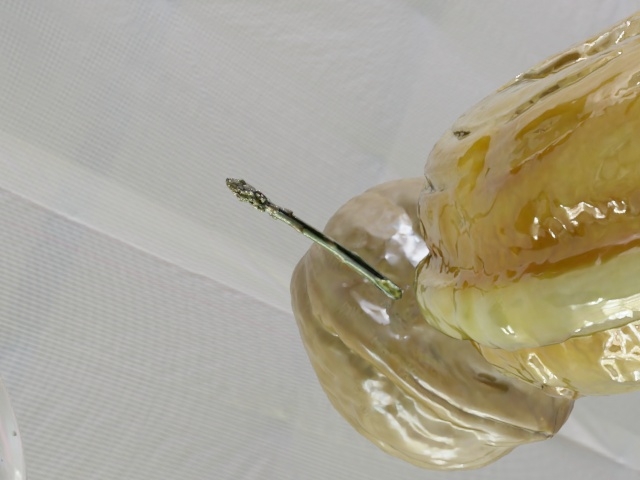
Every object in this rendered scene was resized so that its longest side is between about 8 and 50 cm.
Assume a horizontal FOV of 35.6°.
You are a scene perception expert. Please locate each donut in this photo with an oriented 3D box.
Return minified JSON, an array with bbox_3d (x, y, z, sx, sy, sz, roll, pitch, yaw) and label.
[{"bbox_3d":[0.258,-0.063,0.651,0.449,0.449,0.198,-34,-81,-32],"label":"donut"}]

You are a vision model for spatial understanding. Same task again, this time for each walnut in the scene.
[{"bbox_3d":[0.122,0.080,0.996,0.277,0.313,0.252,-40,-33,-5],"label":"walnut"}]

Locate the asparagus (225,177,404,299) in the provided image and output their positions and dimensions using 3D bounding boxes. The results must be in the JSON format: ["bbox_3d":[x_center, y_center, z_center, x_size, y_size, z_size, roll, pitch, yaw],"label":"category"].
[{"bbox_3d":[0.000,0.000,0.683,0.166,0.013,0.016,35,-122,-29],"label":"asparagus"}]

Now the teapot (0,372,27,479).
[{"bbox_3d":[-0.242,0.102,0.482,0.166,0.300,0.208,-9,-92,7],"label":"teapot"}]
